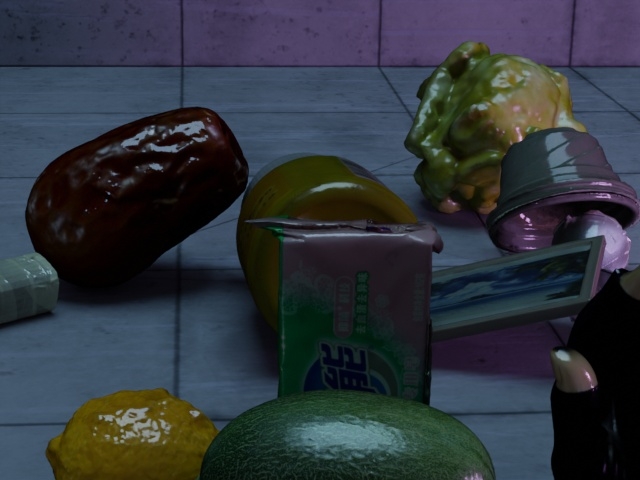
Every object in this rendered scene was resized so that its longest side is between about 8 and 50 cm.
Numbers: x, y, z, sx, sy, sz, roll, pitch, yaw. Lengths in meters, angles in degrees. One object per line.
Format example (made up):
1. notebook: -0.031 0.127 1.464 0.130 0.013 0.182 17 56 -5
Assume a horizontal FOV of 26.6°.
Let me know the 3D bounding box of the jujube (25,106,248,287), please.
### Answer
1. jujube: -0.260 -0.063 1.905 0.318 0.223 0.223 -28 18 6

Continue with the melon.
1. melon: 0.014 0.223 1.205 0.287 0.182 0.182 5 19 1

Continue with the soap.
1. soap: 0.030 0.104 1.414 0.217 0.273 0.098 3 18 5

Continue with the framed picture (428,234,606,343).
1. framed picture: 0.208 0.071 1.749 0.315 0.024 0.232 -14 16 20

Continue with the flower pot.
1. flower pot: 0.354 -0.079 2.015 0.235 0.141 0.235 -4 -23 -2

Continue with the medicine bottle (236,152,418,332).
1. medicine bottle: 0.000 0.000 1.786 0.224 0.224 0.384 -2 12 -8

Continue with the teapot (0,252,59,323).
1. teapot: -0.440 0.084 1.764 0.200 0.077 0.107 -14 44 -38

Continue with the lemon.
1. lemon: -0.168 0.212 1.292 0.187 0.142 0.142 2 19 -6

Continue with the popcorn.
1. popcorn: 0.284 -0.175 2.293 0.312 0.312 0.312 1 19 0

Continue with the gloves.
1. gloves: 0.291 0.152 1.278 0.197 0.301 0.152 -10 42 -27

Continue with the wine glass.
1. wine glass: 0.375 0.047 1.868 0.122 0.122 0.183 4 25 8
